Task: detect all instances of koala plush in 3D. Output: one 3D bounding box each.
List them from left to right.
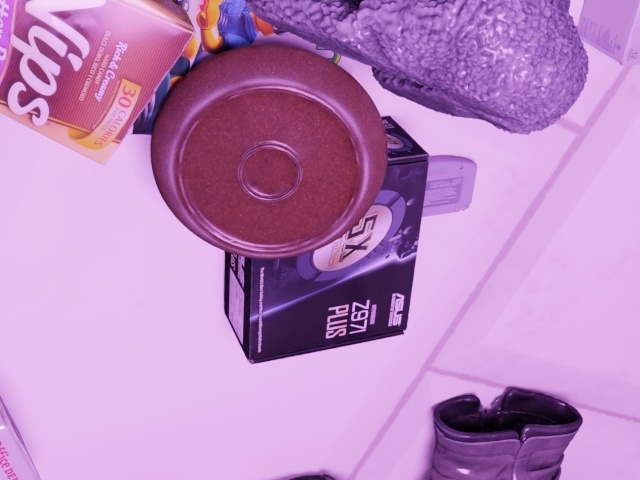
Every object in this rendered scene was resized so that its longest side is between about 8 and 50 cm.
[{"bbox_3d":[0.103,-0.195,0.568,0.196,0.203,0.221,21,96,-42],"label":"koala plush"}]

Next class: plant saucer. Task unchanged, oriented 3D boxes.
[{"bbox_3d":[-0.035,-0.052,0.649,0.168,0.029,0.168,-2,122,-3],"label":"plant saucer"}]

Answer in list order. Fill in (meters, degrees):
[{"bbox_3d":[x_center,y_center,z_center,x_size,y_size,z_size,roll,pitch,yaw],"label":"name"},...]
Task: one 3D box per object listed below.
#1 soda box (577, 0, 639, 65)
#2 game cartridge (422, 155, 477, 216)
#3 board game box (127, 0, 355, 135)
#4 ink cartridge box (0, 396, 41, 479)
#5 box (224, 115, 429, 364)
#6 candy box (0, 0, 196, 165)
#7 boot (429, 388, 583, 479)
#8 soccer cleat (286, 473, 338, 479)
[{"bbox_3d":[0.276,-0.252,0.734,0.074,0.069,0.216,-6,125,-22],"label":"soda box"},{"bbox_3d":[0.098,-0.048,0.823,0.083,0.017,0.056,-8,128,-20],"label":"game cartridge"},{"bbox_3d":[-0.051,-0.214,0.618,0.193,0.053,0.305,-1,122,-25],"label":"board game box"},{"bbox_3d":[-0.313,0.181,0.735,0.150,0.063,0.109,-23,143,-18],"label":"ink cartridge box"},{"bbox_3d":[0.000,0.000,0.770,0.147,0.077,0.180,-9,124,-20],"label":"box"},{"bbox_3d":[-0.182,-0.137,0.550,0.187,0.053,0.109,28,109,-31],"label":"candy box"},{"bbox_3d":[0.256,0.282,1.059,0.338,0.118,0.222,3,115,-31],"label":"boot"},{"bbox_3d":[-0.112,0.315,0.916,0.318,0.108,0.116,-3,127,-26],"label":"soccer cleat"}]
